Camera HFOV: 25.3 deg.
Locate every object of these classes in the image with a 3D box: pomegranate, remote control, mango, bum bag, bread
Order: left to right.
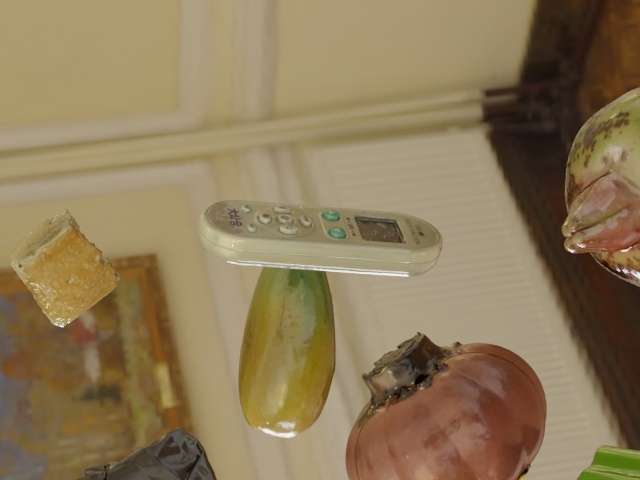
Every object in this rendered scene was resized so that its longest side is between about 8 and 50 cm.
[{"bbox_3d":[-0.212,0.024,1.175,0.035,0.070,0.083,35,163,51],"label":"bread"},{"bbox_3d":[-0.264,0.343,1.926,0.123,0.248,0.060,56,156,30],"label":"bum bag"},{"bbox_3d":[-0.032,0.100,1.428,0.130,0.092,0.194,-123,38,-66],"label":"mango"},{"bbox_3d":[0.000,0.000,1.275,0.078,0.221,0.042,-110,28,-60],"label":"remote control"},{"bbox_3d":[0.328,-0.040,1.446,0.214,0.248,0.214,24,126,37],"label":"pomegranate"}]

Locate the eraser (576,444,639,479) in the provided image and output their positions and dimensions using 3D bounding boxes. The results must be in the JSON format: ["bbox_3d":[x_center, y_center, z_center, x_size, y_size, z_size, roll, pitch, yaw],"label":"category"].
[{"bbox_3d":[0.432,0.373,1.828,0.274,0.210,0.092,-2,136,53],"label":"eraser"}]

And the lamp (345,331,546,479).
[{"bbox_3d":[0.163,0.253,1.981,0.239,0.305,0.305,55,168,-2],"label":"lamp"}]
